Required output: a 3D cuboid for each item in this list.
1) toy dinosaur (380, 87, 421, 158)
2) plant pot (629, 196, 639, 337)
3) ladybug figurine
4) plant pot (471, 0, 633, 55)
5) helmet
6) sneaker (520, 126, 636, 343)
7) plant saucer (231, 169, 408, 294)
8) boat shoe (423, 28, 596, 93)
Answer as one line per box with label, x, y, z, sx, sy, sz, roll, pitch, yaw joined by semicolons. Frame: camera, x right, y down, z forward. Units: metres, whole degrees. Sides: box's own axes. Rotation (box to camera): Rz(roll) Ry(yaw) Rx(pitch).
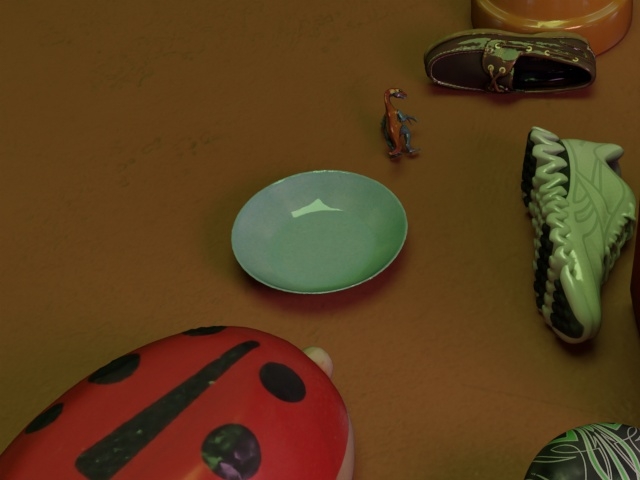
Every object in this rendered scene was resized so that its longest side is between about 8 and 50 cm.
toy dinosaur;0.092;-0.141;1.775;0.047;0.090;0.082;-16;88;5
plant pot;0.430;0.081;1.385;0.267;0.267;0.235;-1;57;8
ladybug figurine;-0.153;0.223;1.372;0.305;0.162;0.449;27;54;31
plant pot;0.287;-0.355;1.881;0.205;0.188;0.205;-4;44;4
helmet;0.249;0.238;1.299;0.169;0.161;0.169;-4;44;4
sneaker;0.281;-0.013;1.601;0.118;0.110;0.292;4;45;-1
plant saucer;0.000;0.000;1.668;0.195;0.037;0.195;-4;43;4
boat shoe;0.229;-0.211;1.825;0.207;0.073;0.073;-4;42;4
